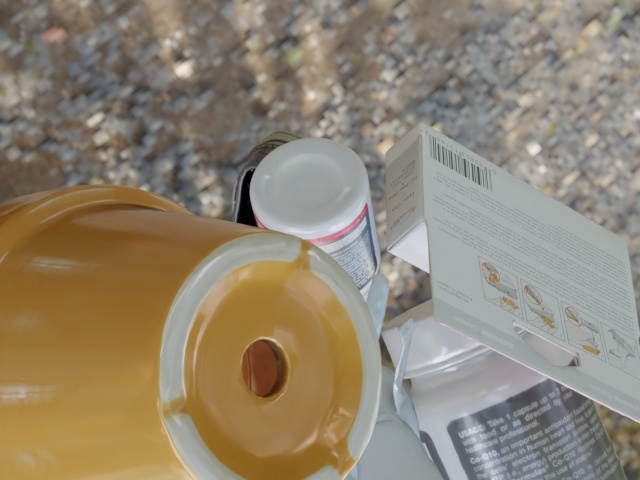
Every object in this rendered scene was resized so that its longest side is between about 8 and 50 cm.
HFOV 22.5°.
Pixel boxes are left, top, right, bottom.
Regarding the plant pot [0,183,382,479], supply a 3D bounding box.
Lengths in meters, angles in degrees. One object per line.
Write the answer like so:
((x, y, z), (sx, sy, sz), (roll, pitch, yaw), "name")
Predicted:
((-0.077, 0.067, 0.790), (0.205, 0.205, 0.188), (-16, -175, -40), "plant pot")

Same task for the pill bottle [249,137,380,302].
((0.000, 0.000, 1.483), (0.108, 0.108, 0.180), (-31, 145, -13), "pill bottle")

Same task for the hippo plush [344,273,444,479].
((-0.023, 0.219, 1.357), (0.237, 0.234, 0.294), (-9, 110, -7), "hippo plush")

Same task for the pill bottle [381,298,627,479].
((0.216, 0.229, 1.795), (0.204, 0.361, 0.204), (-24, -178, 1), "pill bottle")

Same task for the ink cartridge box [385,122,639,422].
((0.198, 0.049, 1.602), (0.296, 0.261, 0.066), (27, 132, -27), "ink cartridge box")

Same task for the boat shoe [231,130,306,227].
((-0.073, 0.036, 2.116), (0.130, 0.132, 0.355), (-28, 122, -53), "boat shoe")
